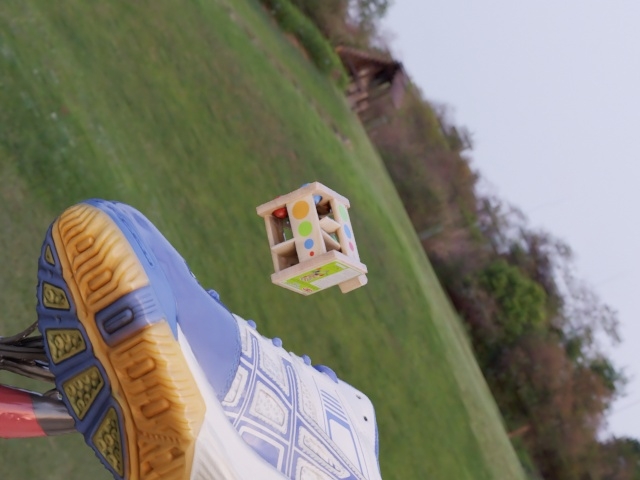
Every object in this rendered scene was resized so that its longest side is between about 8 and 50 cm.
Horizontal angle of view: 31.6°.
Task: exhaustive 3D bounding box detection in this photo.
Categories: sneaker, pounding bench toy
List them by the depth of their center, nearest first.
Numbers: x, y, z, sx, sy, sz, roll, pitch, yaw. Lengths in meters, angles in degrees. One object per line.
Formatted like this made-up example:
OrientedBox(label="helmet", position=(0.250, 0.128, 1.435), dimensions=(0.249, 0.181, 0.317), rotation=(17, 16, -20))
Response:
OrientedBox(label="sneaker", position=(-0.043, 0.100, 0.627), dimensions=(0.112, 0.131, 0.296), rotation=(-23, -82, 49))
OrientedBox(label="pounding bench toy", position=(0.000, 0.000, 0.819), dimensions=(0.083, 0.052, 0.065), rotation=(26, 46, -59))

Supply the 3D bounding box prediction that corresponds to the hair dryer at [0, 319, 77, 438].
OrientedBox(label="hair dryer", position=(-0.259, 0.102, 0.688), dimensions=(0.224, 0.293, 0.080), rotation=(37, 0, 13))
